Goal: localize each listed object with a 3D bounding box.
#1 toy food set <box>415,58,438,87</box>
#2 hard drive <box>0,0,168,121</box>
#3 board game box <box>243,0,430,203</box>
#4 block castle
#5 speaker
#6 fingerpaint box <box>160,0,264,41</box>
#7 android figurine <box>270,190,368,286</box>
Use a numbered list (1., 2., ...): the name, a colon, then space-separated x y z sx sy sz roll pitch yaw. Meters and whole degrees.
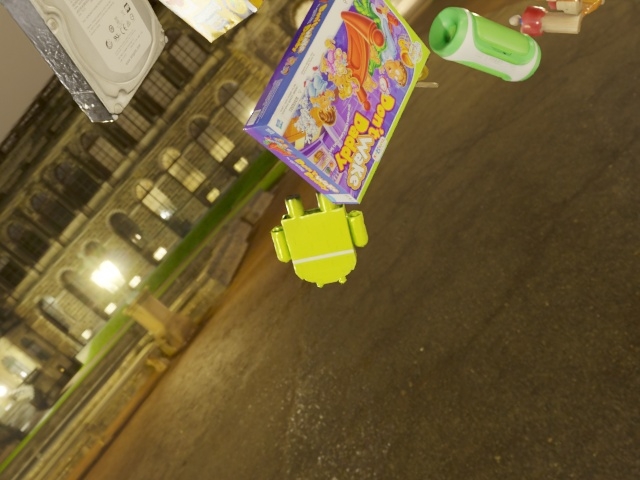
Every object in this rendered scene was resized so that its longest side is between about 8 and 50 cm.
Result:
1. toy food set: 0.251 -0.520 1.690 0.128 0.217 0.071 8 79 36
2. hard drive: -0.388 -0.395 0.950 0.064 0.339 0.237 0 51 23
3. board game box: 0.042 -0.273 1.052 0.078 0.233 0.347 5 65 51
4. block castle: 0.650 -0.817 1.613 0.212 0.454 0.303 18 49 35
5. speaker: 0.422 -0.493 1.498 0.131 0.296 0.131 -16 71 56
6. fingerpaint box: -0.350 -0.778 1.651 0.163 0.371 0.444 -59 25 -9
7. android figurine: 0.000 0.000 1.547 0.248 0.273 0.056 -13 23 9
